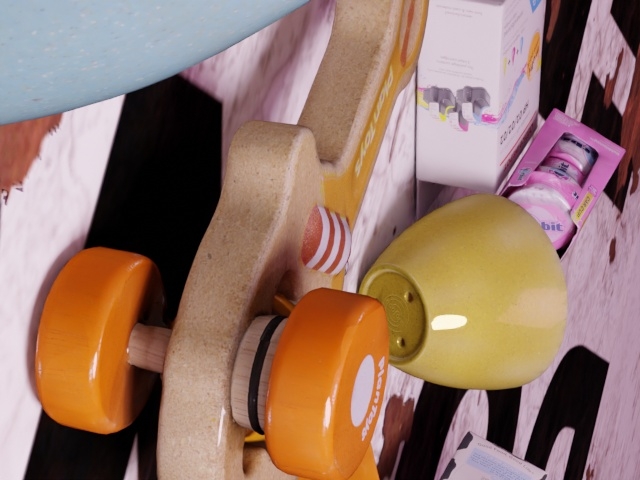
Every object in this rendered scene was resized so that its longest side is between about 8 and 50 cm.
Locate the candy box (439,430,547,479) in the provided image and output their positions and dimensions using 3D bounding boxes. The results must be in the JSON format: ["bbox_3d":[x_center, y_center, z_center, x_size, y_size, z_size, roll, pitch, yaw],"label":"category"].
[{"bbox_3d":[0.079,0.256,1.282,0.196,0.070,0.165,-50,164,-58],"label":"candy box"}]

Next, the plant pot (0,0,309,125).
[{"bbox_3d":[-0.074,-0.158,0.526,0.290,0.195,0.290,13,90,-70],"label":"plant pot"}]

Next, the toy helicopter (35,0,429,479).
[{"bbox_3d":[0.000,0.000,0.914,0.235,0.140,0.355,74,31,-54],"label":"toy helicopter"}]

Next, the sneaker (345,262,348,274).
[{"bbox_3d":[-0.001,0.032,1.060,0.069,0.038,0.098,-47,144,-53],"label":"sneaker"}]

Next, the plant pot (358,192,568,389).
[{"bbox_3d":[0.082,0.042,1.190,0.095,0.134,0.134,-12,116,-40],"label":"plant pot"}]

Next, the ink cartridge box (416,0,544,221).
[{"bbox_3d":[0.111,-0.106,1.248,0.104,0.061,0.181,-52,148,-50],"label":"ink cartridge box"}]

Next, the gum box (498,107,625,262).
[{"bbox_3d":[0.143,0.003,1.300,0.107,0.062,0.188,-54,173,-48],"label":"gum box"}]
